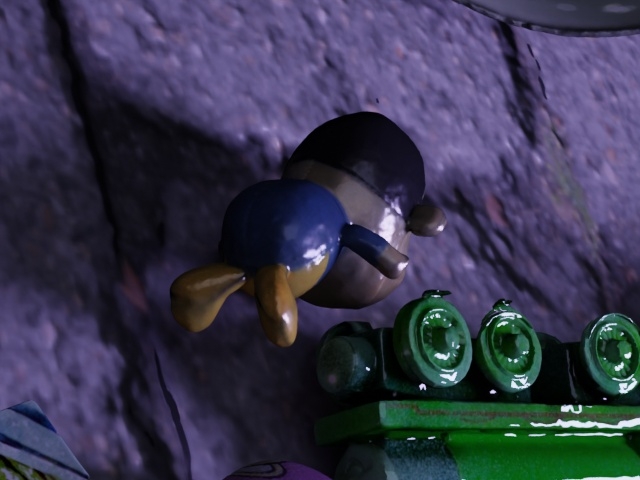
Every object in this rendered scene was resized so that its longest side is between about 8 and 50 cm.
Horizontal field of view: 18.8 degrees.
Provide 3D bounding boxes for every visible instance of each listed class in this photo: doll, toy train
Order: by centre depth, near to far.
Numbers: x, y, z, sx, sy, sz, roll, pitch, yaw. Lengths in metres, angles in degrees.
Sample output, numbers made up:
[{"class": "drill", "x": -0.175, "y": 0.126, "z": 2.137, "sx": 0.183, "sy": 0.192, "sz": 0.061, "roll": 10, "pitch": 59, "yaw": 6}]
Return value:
[{"class": "doll", "x": 0.000, "y": 0.000, "z": 0.901, "sx": 0.179, "sy": 0.102, "sz": 0.089, "roll": -44, "pitch": 131, "yaw": -45}, {"class": "toy train", "x": 0.104, "y": 0.092, "z": 0.936, "sx": 0.251, "sy": 0.085, "sz": 0.119, "roll": 3, "pitch": 74, "yaw": -35}]

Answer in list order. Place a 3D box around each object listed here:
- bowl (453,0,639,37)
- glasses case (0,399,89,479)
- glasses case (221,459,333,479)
[{"class": "bowl", "x": 0.151, "y": -0.292, "z": 1.158, "sx": 0.337, "sy": 0.337, "sz": 0.157, "roll": 42, "pitch": 2, "yaw": -9}, {"class": "glasses case", "x": -0.066, "y": 0.189, "z": 0.704, "sx": 0.272, "sy": 0.062, "sz": 0.095, "roll": 51, "pitch": 41, "yaw": 10}, {"class": "glasses case", "x": 0.054, "y": 0.224, "z": 0.785, "sx": 0.316, "sy": 0.076, "sz": 0.123, "roll": 49, "pitch": 35, "yaw": 4}]
